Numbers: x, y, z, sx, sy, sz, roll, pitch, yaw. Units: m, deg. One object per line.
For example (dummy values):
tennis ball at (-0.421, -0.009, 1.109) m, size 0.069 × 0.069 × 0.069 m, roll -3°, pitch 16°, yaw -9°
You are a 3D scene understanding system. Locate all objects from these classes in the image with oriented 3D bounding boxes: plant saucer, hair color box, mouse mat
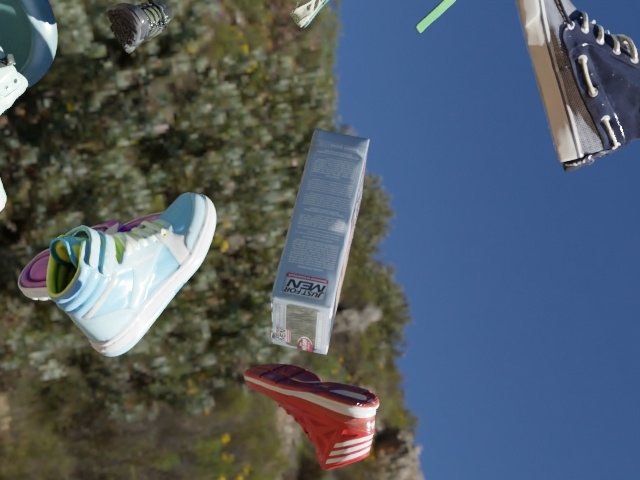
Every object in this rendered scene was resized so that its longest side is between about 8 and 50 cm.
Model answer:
plant saucer at (-0.696, -0.437, 2.278) m, size 0.044 × 0.317 × 0.318 m, roll -72°, pitch 166°, yaw -59°
hair color box at (0.000, 0.000, 2.084) m, size 0.185 × 0.113 × 0.375 m, roll 94°, pitch 9°, yaw -59°
mouse mat at (0.256, -0.472, 2.168) m, size 0.007 × 0.189 × 0.152 m, roll 47°, pitch 10°, yaw 2°

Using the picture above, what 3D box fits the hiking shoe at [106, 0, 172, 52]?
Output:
hiking shoe at (-0.342, -0.428, 2.138) m, size 0.086 × 0.114 × 0.227 m, roll 55°, pitch -9°, yaw -10°

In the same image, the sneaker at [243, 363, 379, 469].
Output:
sneaker at (-0.023, 0.262, 1.616) m, size 0.221 × 0.087 × 0.128 m, roll 14°, pitch -74°, yaw 35°

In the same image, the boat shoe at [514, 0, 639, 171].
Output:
boat shoe at (0.377, -0.278, 1.589) m, size 0.127 × 0.158 × 0.341 m, roll -79°, pitch 151°, yaw -67°

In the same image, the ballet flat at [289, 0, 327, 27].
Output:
ballet flat at (-0.011, -0.529, 2.437) m, size 0.052 × 0.168 × 0.057 m, roll 42°, pitch -38°, yaw -8°

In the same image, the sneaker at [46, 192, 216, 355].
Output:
sneaker at (-0.315, 0.009, 1.817) m, size 0.127 × 0.319 × 0.208 m, roll 8°, pitch -32°, yaw 47°

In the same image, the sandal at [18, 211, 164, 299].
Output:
sandal at (-0.467, 0.026, 2.225) m, size 0.102 × 0.416 × 0.169 m, roll 48°, pitch 36°, yaw -34°

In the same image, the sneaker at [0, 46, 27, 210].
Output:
sneaker at (-0.497, -0.178, 1.708) m, size 0.094 × 0.151 × 0.256 m, roll 9°, pitch -58°, yaw 54°
